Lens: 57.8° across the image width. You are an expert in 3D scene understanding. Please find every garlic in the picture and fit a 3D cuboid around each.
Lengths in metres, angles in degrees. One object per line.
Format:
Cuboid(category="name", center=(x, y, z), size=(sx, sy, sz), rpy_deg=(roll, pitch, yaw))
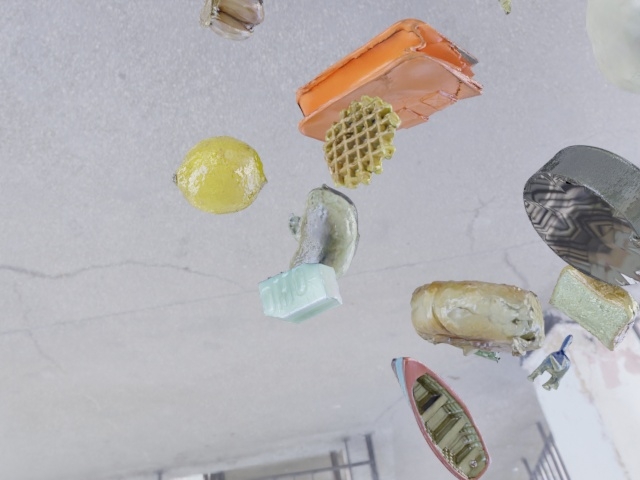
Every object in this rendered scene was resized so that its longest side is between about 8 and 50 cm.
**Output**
Cuboid(category="garlic", center=(-0.267, -0.713, 1.736), size=(0.191, 0.160, 0.213), rpy_deg=(2, 111, -36))

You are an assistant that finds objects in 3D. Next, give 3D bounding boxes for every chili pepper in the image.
Cuboid(category="chili pepper", center=(0.371, 0.266, 1.558), size=(0.227, 0.059, 0.088), rpy_deg=(12, 152, 29))

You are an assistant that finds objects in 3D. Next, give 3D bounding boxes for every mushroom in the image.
Cuboid(category="mushroom", center=(-0.001, 0.001, 1.860), size=(0.248, 0.130, 0.344), rpy_deg=(24, 109, -1))

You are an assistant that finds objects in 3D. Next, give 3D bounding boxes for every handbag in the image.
Cuboid(category="handbag", center=(0.160, -0.367, 1.452), size=(0.304, 0.116, 0.410), rpy_deg=(11, 156, -44))

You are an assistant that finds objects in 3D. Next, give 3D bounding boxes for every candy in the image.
Cuboid(category="candy", center=(0.931, -0.625, 1.645), size=(0.186, 0.426, 0.386), rpy_deg=(-34, -172, -31))

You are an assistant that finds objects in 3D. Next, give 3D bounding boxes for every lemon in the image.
Cuboid(category="lemon", center=(-0.138, -0.089, 0.799), size=(0.133, 0.109, 0.109), rpy_deg=(-2, 140, -26))

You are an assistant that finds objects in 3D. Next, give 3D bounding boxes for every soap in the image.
Cuboid(category="soap", center=(-0.066, 0.148, 1.612), size=(0.231, 0.145, 0.091), rpy_deg=(-28, 150, 26))

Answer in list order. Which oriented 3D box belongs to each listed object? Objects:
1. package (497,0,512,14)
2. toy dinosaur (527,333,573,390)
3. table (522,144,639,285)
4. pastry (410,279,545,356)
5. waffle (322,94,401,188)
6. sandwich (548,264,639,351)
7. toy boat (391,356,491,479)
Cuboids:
Cuboid(category="package", center=(0.512, -0.711, 1.645), size=(0.031, 0.107, 0.121), rpy_deg=(-24, 171, 17))
Cuboid(category="toy dinosaur", center=(0.604, 0.281, 1.451), size=(0.188, 0.075, 0.247), rpy_deg=(-50, 154, -13))
Cuboid(category="table", center=(0.252, -0.022, 0.532), size=(0.043, 0.133, 0.133), rpy_deg=(-40, 139, -11))
Cuboid(category="pastry", center=(0.280, 0.146, 1.055), size=(0.236, 0.120, 0.257), rpy_deg=(0, 163, 30))
Cuboid(category="waffle", center=(0.072, -0.182, 1.066), size=(0.191, 0.191, 0.038), rpy_deg=(-37, 138, 28))
Cuboid(category="sandwich", center=(0.854, 0.203, 1.822), size=(0.087, 0.251, 0.226), rpy_deg=(-31, 144, -24))
Cuboid(category="toy boat", center=(0.279, 0.416, 1.373), size=(0.136, 0.079, 0.392), rpy_deg=(-40, 107, -19))
